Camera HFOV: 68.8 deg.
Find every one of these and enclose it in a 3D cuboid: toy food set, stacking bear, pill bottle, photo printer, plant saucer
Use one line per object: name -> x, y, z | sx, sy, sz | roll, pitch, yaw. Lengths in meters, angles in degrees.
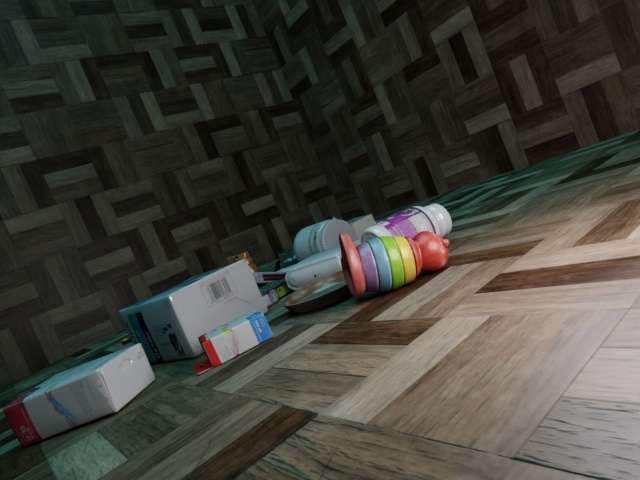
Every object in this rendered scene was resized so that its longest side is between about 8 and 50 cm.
toy food set -> -0.789, 0.430, 2.032 | 0.105, 0.111, 0.232 | -24, 7, -17
stacking bear -> 0.213, 0.052, 1.299 | 0.289, 0.175, 0.164 | -13, 48, -5
pill bottle -> 0.299, -0.019, 1.597 | 0.302, 0.169, 0.169 | -25, 5, -27
photo printer -> 0.019, 0.105, 1.922 | 0.308, 0.107, 0.256 | -20, 5, 34
plant saucer -> 0.021, 0.167, 1.546 | 0.311, 0.050, 0.310 | -22, 3, 1

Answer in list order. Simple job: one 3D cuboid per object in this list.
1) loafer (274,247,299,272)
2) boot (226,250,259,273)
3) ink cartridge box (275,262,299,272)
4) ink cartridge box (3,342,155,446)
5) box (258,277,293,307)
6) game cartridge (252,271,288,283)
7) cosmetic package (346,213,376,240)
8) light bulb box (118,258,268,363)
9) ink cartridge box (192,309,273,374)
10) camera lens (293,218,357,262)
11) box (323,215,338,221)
loafer -> -0.213, 0.127, 2.671 | 0.130, 0.133, 0.366 | -23, 4, -14
boot -> -0.477, 0.199, 2.561 | 0.284, 0.220, 0.109 | -22, 5, 9
ink cartridge box -> -0.149, 0.164, 2.365 | 0.181, 0.061, 0.104 | -21, 5, 33
ink cartridge box -> -0.669, 0.428, 1.321 | 0.307, 0.131, 0.226 | -20, 4, 9
box -> -0.247, 0.239, 1.968 | 0.216, 0.060, 0.270 | -21, 4, 35
game cartridge -> -0.276, 0.191, 2.206 | 0.198, 0.062, 0.297 | -22, -15, 35
cosmetic package -> 0.204, -0.043, 2.534 | 0.129, 0.153, 0.296 | -25, 3, -13
light bulb box -> -0.461, 0.260, 1.703 | 0.361, 0.225, 0.358 | -18, 6, 40
ink cartridge box -> -0.266, 0.287, 1.337 | 0.231, 0.077, 0.134 | -25, 5, -20
camera lens -> 0.018, 0.022, 2.208 | 0.220, 0.219, 0.274 | -26, 5, -34
box -> 0.000, 0.000, 2.632 | 0.295, 0.073, 0.293 | -57, 5, 0
